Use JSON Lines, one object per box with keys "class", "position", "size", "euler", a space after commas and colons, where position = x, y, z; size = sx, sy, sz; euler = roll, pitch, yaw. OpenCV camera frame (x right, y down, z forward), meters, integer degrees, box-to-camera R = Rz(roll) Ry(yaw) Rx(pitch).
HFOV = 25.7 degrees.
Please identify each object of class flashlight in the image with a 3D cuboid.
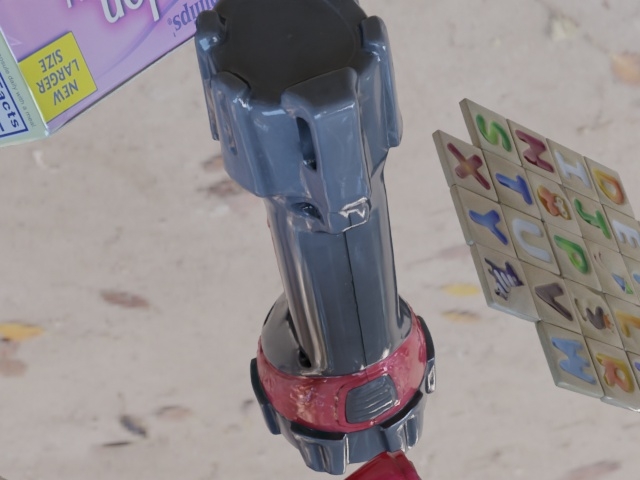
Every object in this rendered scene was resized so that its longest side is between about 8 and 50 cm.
{"class": "flashlight", "position": [0.000, 0.000, 0.674], "size": [0.103, 0.103, 0.304], "euler": [12, 145, 18]}

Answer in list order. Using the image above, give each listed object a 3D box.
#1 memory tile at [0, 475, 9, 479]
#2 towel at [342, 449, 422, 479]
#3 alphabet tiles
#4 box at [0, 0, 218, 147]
{"class": "memory tile", "position": [-0.234, 0.185, 0.985], "size": [0.113, 0.012, 0.148], "euler": [-7, 156, 22]}
{"class": "towel", "position": [-0.051, 0.195, 0.561], "size": [0.275, 0.031, 0.199], "euler": [-32, 143, 0]}
{"class": "alphabet tiles", "position": [0.232, 0.022, 1.207], "size": [0.342, 0.285, 0.011], "euler": [20, 134, -40]}
{"class": "box", "position": [-0.206, -0.143, 0.877], "size": [0.243, 0.213, 0.117], "euler": [-7, 115, 38]}
